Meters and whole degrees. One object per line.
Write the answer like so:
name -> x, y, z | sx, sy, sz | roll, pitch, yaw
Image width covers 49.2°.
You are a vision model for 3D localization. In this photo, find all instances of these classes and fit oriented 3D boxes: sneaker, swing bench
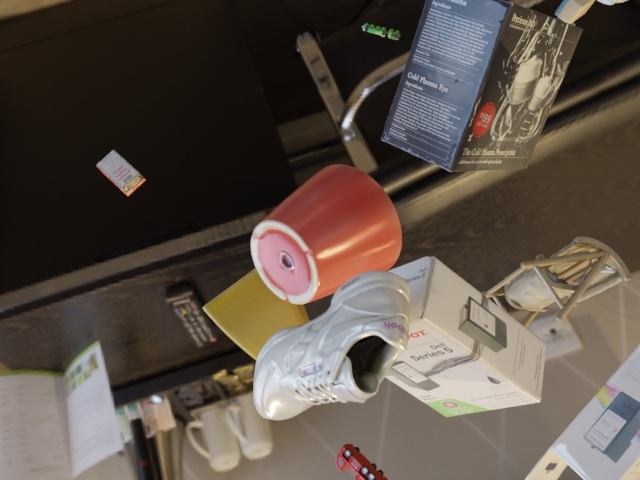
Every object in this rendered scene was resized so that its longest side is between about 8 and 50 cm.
sneaker -> 0.004, 0.171, 0.950 | 0.114, 0.152, 0.305 | 31, 121, -24
swing bench -> 0.596, 0.114, 1.787 | 0.254, 0.165, 0.253 | -25, 166, -21

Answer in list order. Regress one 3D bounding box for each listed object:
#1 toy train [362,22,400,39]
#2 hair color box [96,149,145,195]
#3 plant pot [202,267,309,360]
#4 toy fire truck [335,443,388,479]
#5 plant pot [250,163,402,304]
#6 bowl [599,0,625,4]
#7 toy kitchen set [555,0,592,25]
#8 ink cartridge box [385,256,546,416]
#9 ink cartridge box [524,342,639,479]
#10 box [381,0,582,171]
toy train -> 0.128, -0.438, 1.467 | 0.083, 0.024, 0.017 | 13, 129, 0
hair color box -> -0.574, -0.195, 2.004 | 0.072, 0.141, 0.043 | -44, 147, -11
plant pot -> -0.139, 0.193, 1.771 | 0.212, 0.187, 0.212 | -35, 168, 0
toy fire truck -> 0.101, 0.627, 1.770 | 0.047, 0.192, 0.135 | 7, 115, -54
plant pot -> 0.000, 0.000, 1.515 | 0.243, 0.275, 0.275 | -31, 159, -41
bowl -> 0.774, -0.684, 1.865 | 0.170, 0.170, 0.080 | 24, 101, -46
toy kitchen set -> 0.509, -0.529, 1.651 | 0.122, 0.166, 0.207 | -39, 166, -45
ink cartridge box -> 0.190, 0.162, 1.106 | 0.272, 0.115, 0.198 | 35, 143, -24
ink cartridge box -> 0.531, 0.326, 1.205 | 0.353, 0.119, 0.207 | -53, 144, 8
box -> 0.326, -0.315, 1.396 | 0.343, 0.179, 0.313 | -9, 122, -49
